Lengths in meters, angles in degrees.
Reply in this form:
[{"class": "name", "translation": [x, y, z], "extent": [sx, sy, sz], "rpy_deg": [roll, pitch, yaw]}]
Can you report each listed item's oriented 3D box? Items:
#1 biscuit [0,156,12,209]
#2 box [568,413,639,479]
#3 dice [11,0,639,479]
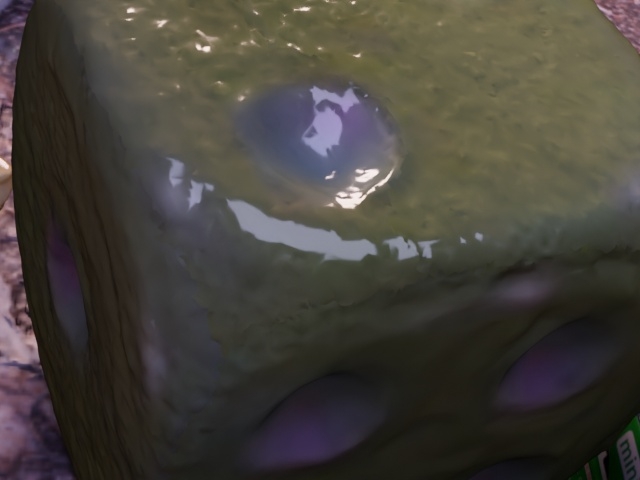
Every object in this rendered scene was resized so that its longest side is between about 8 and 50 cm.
[{"class": "biscuit", "translation": [-0.326, 0.008, 0.599], "extent": [0.205, 0.040, 0.309], "rpy_deg": [31, 47, 13]}, {"class": "box", "translation": [0.258, 0.113, 0.625], "extent": [0.250, 0.103, 0.180], "rpy_deg": [6, 47, -12]}, {"class": "dice", "translation": [0.000, 0.000, 0.552], "extent": [0.250, 0.252, 0.254], "rpy_deg": [-10, 53, -25]}]
